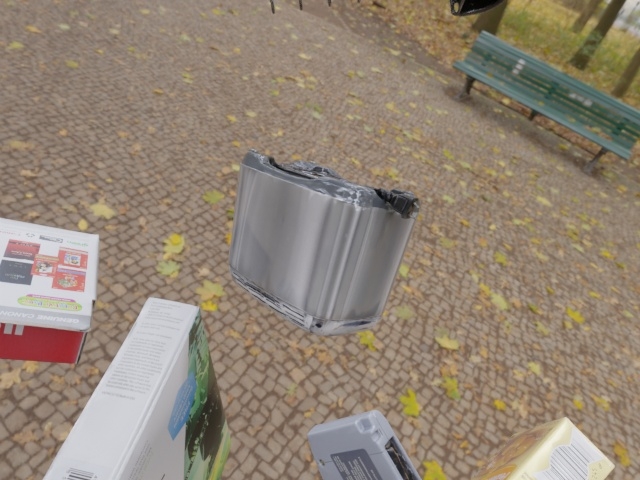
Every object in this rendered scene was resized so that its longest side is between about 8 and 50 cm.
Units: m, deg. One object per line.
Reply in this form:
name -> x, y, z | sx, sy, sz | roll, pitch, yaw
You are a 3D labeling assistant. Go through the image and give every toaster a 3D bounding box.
toaster -> 0.000, 0.000, 0.499 | 0.129, 0.146, 0.227 | 1, 17, -46

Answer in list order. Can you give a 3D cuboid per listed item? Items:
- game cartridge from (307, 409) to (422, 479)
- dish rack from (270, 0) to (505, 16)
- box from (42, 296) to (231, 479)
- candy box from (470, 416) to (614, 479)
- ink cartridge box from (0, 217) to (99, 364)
game cartridge -> 0.103, 0.461, 0.883 | 0.062, 0.198, 0.297 | -26, 85, -44
dish rack -> 0.010, -0.225, 0.301 | 0.272, 0.208, 0.074 | -7, 77, 0
box -> -0.163, 0.243, 0.473 | 0.059, 0.321, 0.232 | 12, 47, 6
candy box -> 0.231, 0.390, 0.661 | 0.317, 0.183, 0.087 | -34, 68, -20
ink cartridge box -> -0.498, 0.077, 0.692 | 0.310, 0.130, 0.272 | 13, 23, -28
